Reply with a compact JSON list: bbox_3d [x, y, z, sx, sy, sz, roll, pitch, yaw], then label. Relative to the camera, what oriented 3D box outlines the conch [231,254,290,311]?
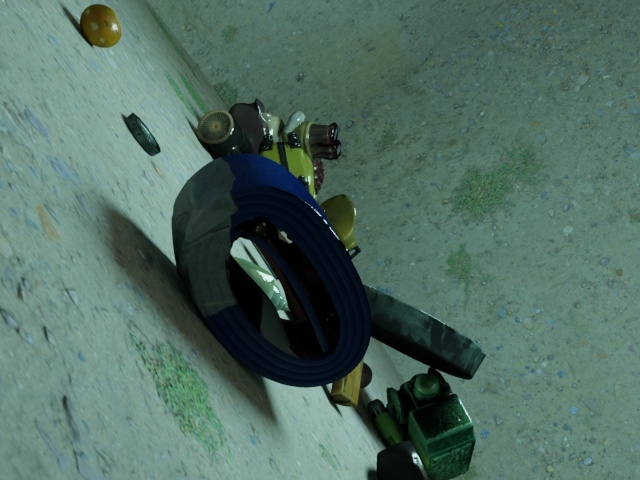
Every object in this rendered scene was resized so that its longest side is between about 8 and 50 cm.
[{"bbox_3d":[-0.113,0.072,1.458,0.180,0.065,0.088,44,11,-31],"label":"conch"}]

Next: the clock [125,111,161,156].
[{"bbox_3d":[-0.310,-0.185,1.473,0.085,0.017,0.085,57,3,-5],"label":"clock"}]

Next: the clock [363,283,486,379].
[{"bbox_3d":[0.203,0.213,1.988,0.386,0.076,0.386,27,-9,5],"label":"clock"}]

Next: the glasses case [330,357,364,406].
[{"bbox_3d":[0.054,0.243,1.691,0.064,0.041,0.170,43,47,-42],"label":"glasses case"}]

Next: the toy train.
[{"bbox_3d":[0.260,0.457,2.041,0.299,0.166,0.238,85,-18,-51],"label":"toy train"}]

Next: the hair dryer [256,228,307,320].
[{"bbox_3d":[-0.041,0.141,1.724,0.313,0.123,0.340,52,14,-9],"label":"hair dryer"}]

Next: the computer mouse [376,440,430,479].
[{"bbox_3d":[0.152,0.445,1.553,0.270,0.086,0.138,73,-6,-73],"label":"computer mouse"}]

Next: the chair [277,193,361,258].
[{"bbox_3d":[0.000,0.000,2.218,0.159,0.246,0.172,59,3,30],"label":"chair"}]

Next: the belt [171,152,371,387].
[{"bbox_3d":[-0.064,0.049,1.152,0.347,0.212,0.117,59,3,-32],"label":"belt"}]

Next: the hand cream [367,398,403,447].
[{"bbox_3d":[0.164,0.457,1.984,0.175,0.046,0.095,63,-5,19],"label":"hand cream"}]

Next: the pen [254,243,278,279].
[{"bbox_3d":[-0.161,-0.026,1.981,0.269,0.033,0.033,57,3,4],"label":"pen"}]

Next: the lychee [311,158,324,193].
[{"bbox_3d":[-0.111,-0.190,2.651,0.271,0.271,0.271,56,3,-5],"label":"lychee"}]

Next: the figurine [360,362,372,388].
[{"bbox_3d":[0.088,0.318,1.993,0.083,0.071,0.067,-23,121,-79],"label":"figurine"}]

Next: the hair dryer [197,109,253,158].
[{"bbox_3d":[-0.209,-0.163,2.242,0.352,0.107,0.189,67,5,23],"label":"hair dryer"}]

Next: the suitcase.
[{"bbox_3d":[-0.089,-0.150,2.264,0.235,0.143,0.194,96,-16,-55],"label":"suitcase"}]

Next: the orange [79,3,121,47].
[{"bbox_3d":[-0.415,-0.403,1.587,0.083,0.070,0.083,62,-10,20],"label":"orange"}]

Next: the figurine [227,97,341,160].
[{"bbox_3d":[-0.127,-0.314,2.474,0.218,0.364,0.206,72,13,-57],"label":"figurine"}]
